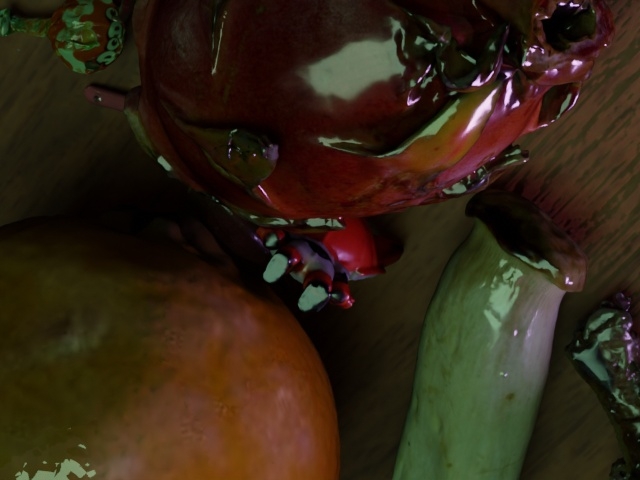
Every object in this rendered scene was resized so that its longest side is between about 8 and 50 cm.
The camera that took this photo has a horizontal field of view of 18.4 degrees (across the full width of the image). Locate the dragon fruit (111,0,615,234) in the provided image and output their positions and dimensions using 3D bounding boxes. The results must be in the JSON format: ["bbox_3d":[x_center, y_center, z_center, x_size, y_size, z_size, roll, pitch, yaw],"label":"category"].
[{"bbox_3d":[0.017,-0.118,1.177,0.250,0.250,0.315,55,161,-14],"label":"dragon fruit"}]

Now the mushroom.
[{"bbox_3d":[0.106,0.107,1.358,0.100,0.081,0.312,46,135,42],"label":"mushroom"}]

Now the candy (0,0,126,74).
[{"bbox_3d":[-0.217,-0.151,1.365,0.185,0.049,0.055,10,91,21],"label":"candy"}]

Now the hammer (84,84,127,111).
[{"bbox_3d":[-0.128,-0.094,1.369,0.083,0.031,0.052,18,120,22],"label":"hammer"}]

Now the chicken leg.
[{"bbox_3d":[0.238,0.135,1.344,0.196,0.080,0.125,38,113,5],"label":"chicken leg"}]

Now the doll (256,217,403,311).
[{"bbox_3d":[0.000,0.000,1.292,0.109,0.169,0.057,35,103,-2],"label":"doll"}]

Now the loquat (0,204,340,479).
[{"bbox_3d":[-0.143,0.136,1.334,0.328,0.328,0.328,8,120,15],"label":"loquat"}]

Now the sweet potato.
[{"bbox_3d":[-0.052,-0.007,1.376,0.049,0.049,0.117,-26,107,29],"label":"sweet potato"}]
